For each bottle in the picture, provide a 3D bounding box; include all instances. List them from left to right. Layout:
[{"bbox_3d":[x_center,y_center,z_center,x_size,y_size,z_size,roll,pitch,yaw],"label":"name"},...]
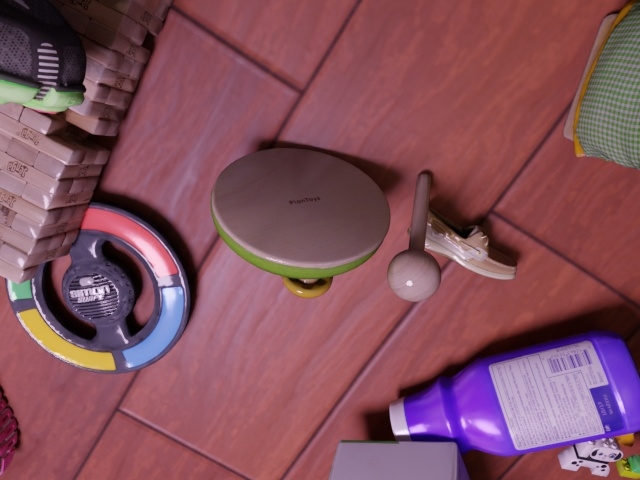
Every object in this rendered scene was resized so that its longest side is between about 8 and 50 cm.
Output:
[{"bbox_3d":[0.226,0.194,0.636,0.283,0.092,0.118,-20,73,17],"label":"bottle"}]

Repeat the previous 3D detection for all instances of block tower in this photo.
[{"bbox_3d":[-0.267,-0.129,0.548,0.091,0.097,0.335,27,99,-1],"label":"block tower"}]

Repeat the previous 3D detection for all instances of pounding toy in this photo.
[{"bbox_3d":[0.000,0.000,0.575,0.237,0.182,0.110,10,133,-4],"label":"pounding toy"}]

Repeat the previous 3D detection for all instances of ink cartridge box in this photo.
[{"bbox_3d":[0.116,0.343,0.658,0.153,0.086,0.208,-8,125,23],"label":"ink cartridge box"}]

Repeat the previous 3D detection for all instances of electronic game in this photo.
[{"bbox_3d":[-0.272,0.062,0.652,0.230,0.048,0.229,1,108,3],"label":"electronic game"}]

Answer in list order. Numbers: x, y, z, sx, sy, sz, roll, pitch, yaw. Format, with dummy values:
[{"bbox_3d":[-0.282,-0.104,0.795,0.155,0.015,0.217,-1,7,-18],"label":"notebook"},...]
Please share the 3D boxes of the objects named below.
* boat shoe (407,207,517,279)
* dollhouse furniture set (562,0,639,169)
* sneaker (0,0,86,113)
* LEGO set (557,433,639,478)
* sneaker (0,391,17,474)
[{"bbox_3d":[0.169,0.003,0.610,0.136,0.050,0.045,23,113,-4],"label":"boat shoe"},{"bbox_3d":[0.262,-0.217,0.456,0.152,0.197,0.301,12,108,-2],"label":"dollhouse furniture set"},{"bbox_3d":[-0.321,-0.309,0.400,0.202,0.185,0.482,-35,84,21],"label":"sneaker"},{"bbox_3d":[0.415,0.238,0.652,0.227,0.087,0.093,11,123,-1],"label":"LEGO set"},{"bbox_3d":[-0.470,0.240,0.714,0.075,0.063,0.170,-11,102,6],"label":"sneaker"}]
